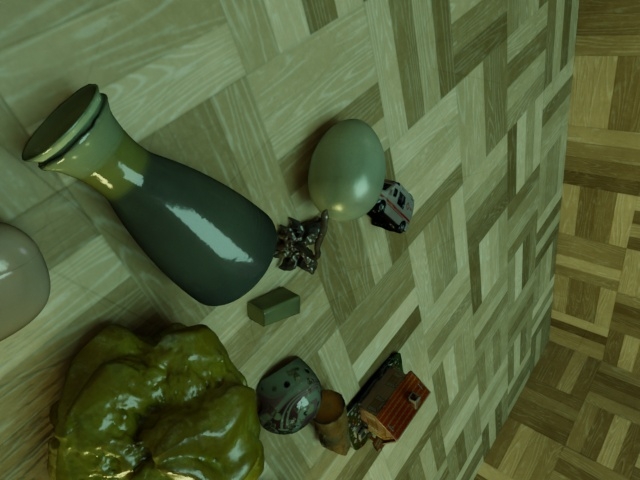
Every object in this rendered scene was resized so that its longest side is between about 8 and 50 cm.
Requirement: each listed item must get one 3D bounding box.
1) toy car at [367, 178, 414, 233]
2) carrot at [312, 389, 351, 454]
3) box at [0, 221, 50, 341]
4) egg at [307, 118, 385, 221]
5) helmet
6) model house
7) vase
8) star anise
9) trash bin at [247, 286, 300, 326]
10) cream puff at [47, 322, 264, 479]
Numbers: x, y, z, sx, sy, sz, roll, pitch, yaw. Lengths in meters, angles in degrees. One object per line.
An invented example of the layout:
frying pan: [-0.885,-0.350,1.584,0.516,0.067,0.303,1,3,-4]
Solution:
toy car: [0.150,-0.096,1.089,0.209,0.089,0.108,31,81,-53]
carrot: [0.041,0.501,1.212,0.102,0.101,0.263,-43,136,-29]
box: [-0.406,0.061,0.497,0.200,0.088,0.146,-31,127,-40]
egg: [0.053,-0.140,0.905,0.151,0.151,0.209,30,67,-51]
helmet: [-0.055,0.363,1.028,0.153,0.107,0.177,-25,123,-45]
model house: [0.219,0.511,1.378,0.294,0.153,0.207,-40,131,-33]
vase: [-0.216,-0.050,0.626,0.321,0.173,0.173,45,71,-44]
star anise: [0.000,0.000,0.863,0.148,0.227,0.219,-46,125,-18]
trash bin: [-0.093,0.133,0.920,0.092,0.060,0.043,-17,118,-43]
cream puff: [-0.230,0.295,0.665,0.269,0.274,0.324,-25,121,-53]
